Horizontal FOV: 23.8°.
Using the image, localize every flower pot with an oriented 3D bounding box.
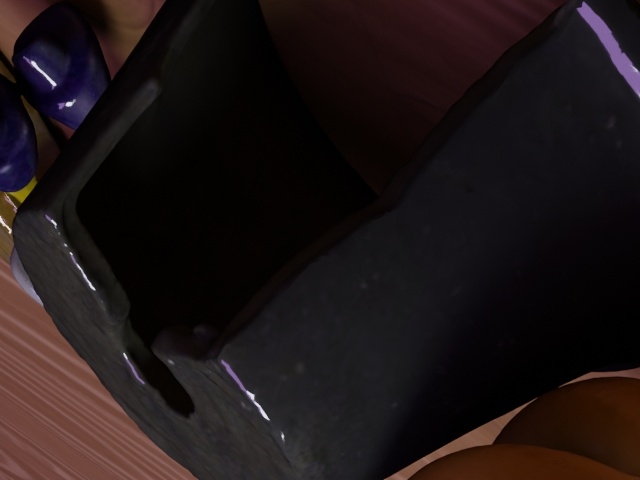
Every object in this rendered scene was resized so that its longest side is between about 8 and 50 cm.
[{"bbox_3d":[0.000,0.000,0.828,0.379,0.251,0.379,37,155,20],"label":"flower pot"}]

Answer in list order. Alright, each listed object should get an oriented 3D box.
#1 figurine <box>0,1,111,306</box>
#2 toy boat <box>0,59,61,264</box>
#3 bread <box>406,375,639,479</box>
[{"bbox_3d":[-0.128,0.017,1.135,0.193,0.154,0.421,30,158,42],"label":"figurine"},{"bbox_3d":[-0.296,-0.100,1.228,0.115,0.089,0.310,4,136,49],"label":"toy boat"},{"bbox_3d":[0.158,0.195,0.761,0.211,0.270,0.315,-110,6,-57],"label":"bread"}]
